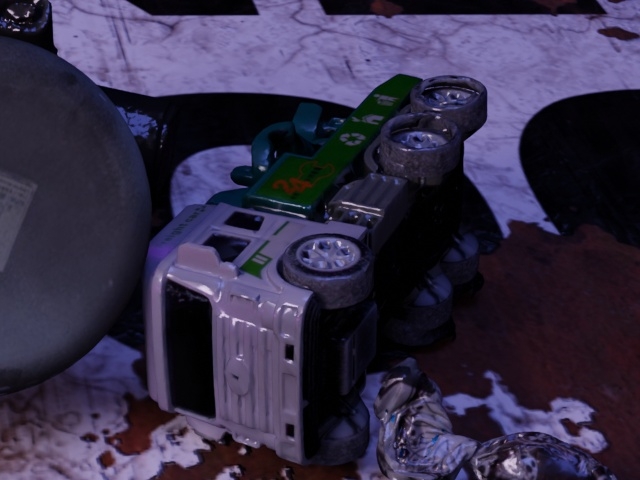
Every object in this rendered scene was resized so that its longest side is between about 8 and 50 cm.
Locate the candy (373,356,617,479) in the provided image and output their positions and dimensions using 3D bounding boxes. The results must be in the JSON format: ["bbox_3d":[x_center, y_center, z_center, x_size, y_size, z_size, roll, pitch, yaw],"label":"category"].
[{"bbox_3d":[0.140,0.146,1.058,0.226,0.094,0.051,22,-4,3],"label":"candy"}]

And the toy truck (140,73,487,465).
[{"bbox_3d":[0.006,0.002,1.173,0.178,0.176,0.363,10,33,18],"label":"toy truck"}]

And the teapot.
[{"bbox_3d":[-0.296,-0.024,1.067,0.305,0.223,0.285,-11,15,-27],"label":"teapot"}]

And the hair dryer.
[{"bbox_3d":[-0.211,-0.112,1.235,0.197,0.251,0.089,12,71,1],"label":"hair dryer"}]
